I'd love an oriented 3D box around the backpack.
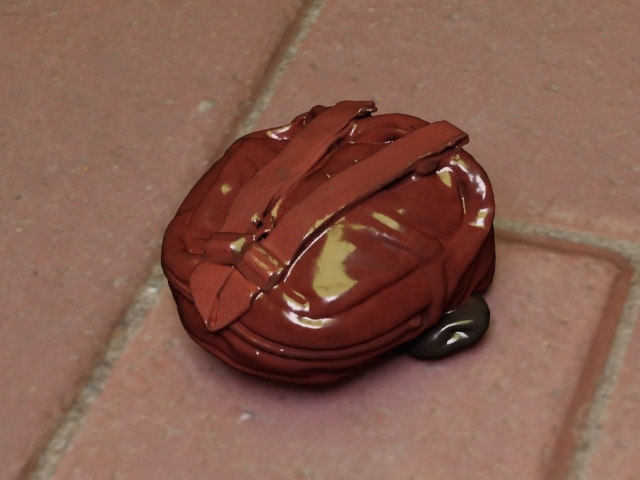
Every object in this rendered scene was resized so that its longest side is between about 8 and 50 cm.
[{"bbox_3d":[0.000,0.002,1.095,0.229,0.139,0.229,-3,43,3],"label":"backpack"}]
